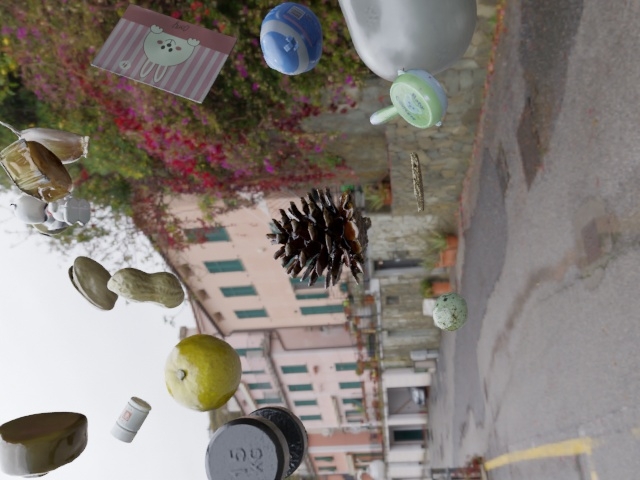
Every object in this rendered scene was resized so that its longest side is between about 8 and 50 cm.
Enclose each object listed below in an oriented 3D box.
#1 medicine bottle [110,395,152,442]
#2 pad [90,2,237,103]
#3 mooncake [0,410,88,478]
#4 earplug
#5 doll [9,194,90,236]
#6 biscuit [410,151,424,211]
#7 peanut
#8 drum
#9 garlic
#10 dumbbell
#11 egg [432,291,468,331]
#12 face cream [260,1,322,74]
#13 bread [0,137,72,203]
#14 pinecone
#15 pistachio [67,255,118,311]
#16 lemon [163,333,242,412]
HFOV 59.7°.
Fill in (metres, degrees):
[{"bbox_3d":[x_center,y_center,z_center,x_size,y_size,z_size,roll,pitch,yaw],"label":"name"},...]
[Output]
[{"bbox_3d":[-0.431,0.407,1.270,0.089,0.057,0.057,-61,-11,-8],"label":"medicine bottle"},{"bbox_3d":[-0.375,-0.455,1.343,0.005,0.300,0.202,88,-155,-70],"label":"pad"},{"bbox_3d":[-0.722,0.527,1.453,0.235,0.235,0.116,-3,-88,-85],"label":"mooncake"},{"bbox_3d":[0.198,-0.578,1.307,0.312,0.313,0.393,-81,-27,-68],"label":"earplug"},{"bbox_3d":[-0.816,-0.081,1.755,0.208,0.272,0.143,8,-95,-72],"label":"doll"},{"bbox_3d":[0.286,-0.166,1.629,0.231,0.025,0.130,37,-132,-75],"label":"biscuit"},{"bbox_3d":[-0.543,0.145,1.774,0.257,0.124,0.123,23,-124,-43],"label":"peanut"},{"bbox_3d":[0.180,-0.259,1.138,0.130,0.049,0.253,46,166,2],"label":"drum"},{"bbox_3d":[-0.889,-0.319,1.800,0.128,0.267,0.148,63,141,41],"label":"garlic"},{"bbox_3d":[-0.159,0.554,1.474,0.322,0.204,0.203,50,-144,-76],"label":"dumbbell"},{"bbox_3d":[0.317,0.171,1.355,0.110,0.085,0.085,-61,-31,-56],"label":"egg"},{"bbox_3d":[-0.062,-0.436,1.214,0.149,0.083,0.264,46,-150,-18],"label":"face cream"},{"bbox_3d":[-0.766,-0.186,1.524,0.136,0.107,0.241,59,172,1],"label":"bread"},{"bbox_3d":[-0.002,-0.004,1.361,0.264,0.264,0.263,-4,-90,-85],"label":"pinecone"},{"bbox_3d":[-0.798,0.155,1.966,0.226,0.136,0.136,50,-179,7],"label":"pistachio"},{"bbox_3d":[-0.261,0.296,1.248,0.207,0.170,0.169,52,-146,-67],"label":"lemon"}]
